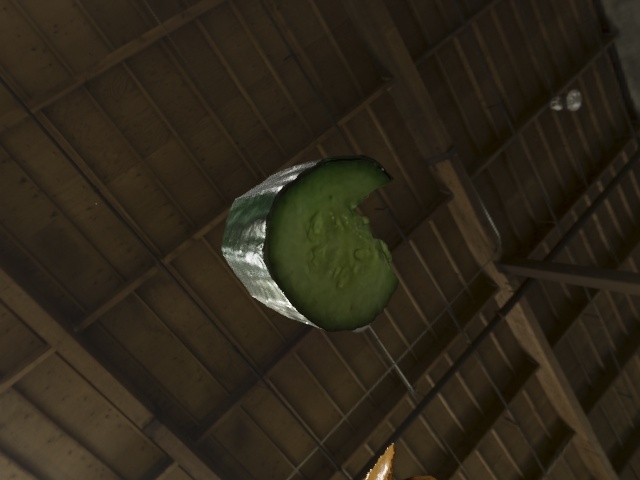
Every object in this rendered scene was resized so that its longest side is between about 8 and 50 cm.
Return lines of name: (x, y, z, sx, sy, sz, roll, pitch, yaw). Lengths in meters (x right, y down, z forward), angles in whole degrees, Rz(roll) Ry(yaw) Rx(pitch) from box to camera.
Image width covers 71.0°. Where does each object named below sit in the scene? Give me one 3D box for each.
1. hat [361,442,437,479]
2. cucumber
hat: (0.127, 0.385, 0.474, 0.233, 0.244, 0.233, 28, -132, 11)
cucumber: (-0.008, 0.006, 0.494, 0.191, 0.130, 0.191, 0, -90, -27)
